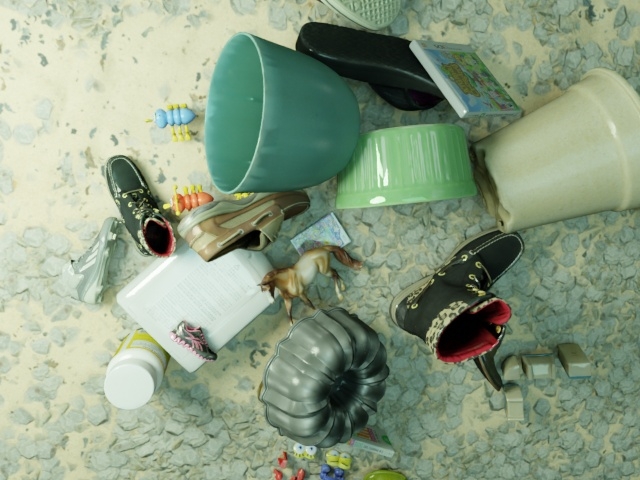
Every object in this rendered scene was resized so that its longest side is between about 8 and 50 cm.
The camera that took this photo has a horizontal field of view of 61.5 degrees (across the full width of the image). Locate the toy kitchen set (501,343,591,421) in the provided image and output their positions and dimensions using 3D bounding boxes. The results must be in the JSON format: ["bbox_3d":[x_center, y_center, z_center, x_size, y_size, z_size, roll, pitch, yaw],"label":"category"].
[{"bbox_3d":[0.586,0.375,1.413,0.207,0.122,0.166,-5,102,13],"label":"toy kitchen set"}]

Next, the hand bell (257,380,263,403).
[{"bbox_3d":[-0.037,0.425,1.335,0.126,0.126,0.242,-36,116,-1],"label":"hand bell"}]

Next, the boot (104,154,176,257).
[{"bbox_3d":[-0.375,-0.071,1.133,0.085,0.178,0.236,-23,105,-25],"label":"boot"}]

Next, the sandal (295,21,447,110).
[{"bbox_3d":[0.155,-0.369,1.191,0.445,0.168,0.107,10,141,-15],"label":"sandal"}]

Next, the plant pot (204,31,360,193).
[{"bbox_3d":[-0.067,-0.229,1.049,0.235,0.293,0.293,1,101,-32],"label":"plant pot"}]

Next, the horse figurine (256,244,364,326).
[{"bbox_3d":[-0.020,0.091,1.243,0.263,0.066,0.174,-39,113,-28],"label":"horse figurine"}]

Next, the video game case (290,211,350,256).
[{"bbox_3d":[0.000,0.000,1.293,0.122,0.011,0.087,-34,103,-1],"label":"video game case"}]

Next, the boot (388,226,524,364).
[{"bbox_3d":[0.351,0.119,1.225,0.377,0.284,0.138,-32,103,-1],"label":"boot"}]

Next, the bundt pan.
[{"bbox_3d":[0.032,0.325,1.223,0.330,0.124,0.331,-14,112,-37],"label":"bundt pan"}]

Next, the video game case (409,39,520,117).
[{"bbox_3d":[0.314,-0.350,1.161,0.193,0.023,0.212,-11,63,-37],"label":"video game case"}]

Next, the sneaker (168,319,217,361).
[{"bbox_3d":[-0.267,0.217,1.169,0.119,0.047,0.057,38,81,-14],"label":"sneaker"}]

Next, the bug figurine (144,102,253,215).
[{"bbox_3d":[-0.247,-0.183,1.154,0.216,0.072,0.279,-13,83,-13],"label":"bug figurine"}]

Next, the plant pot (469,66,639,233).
[{"bbox_3d":[0.517,-0.167,1.205,0.305,0.334,0.334,-21,103,8],"label":"plant pot"}]

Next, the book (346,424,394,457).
[{"bbox_3d":[0.106,0.496,1.356,0.144,0.096,0.035,21,96,-12],"label":"book"}]

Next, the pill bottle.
[{"bbox_3d":[-0.400,0.278,1.184,0.119,0.208,0.119,-1,101,-8],"label":"pill bottle"}]

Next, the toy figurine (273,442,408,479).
[{"bbox_3d":[0.060,0.665,1.319,0.362,0.217,0.191,20,97,-11],"label":"toy figurine"}]

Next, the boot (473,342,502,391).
[{"bbox_3d":[0.437,0.277,1.372,0.106,0.082,0.219,-31,101,1],"label":"boot"}]

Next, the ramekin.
[{"bbox_3d":[0.175,-0.154,1.150,0.303,0.303,0.148,-6,94,-7],"label":"ramekin"}]

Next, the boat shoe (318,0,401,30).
[{"bbox_3d":[-0.039,-0.615,1.108,0.500,0.156,0.187,27,90,-24],"label":"boat shoe"}]

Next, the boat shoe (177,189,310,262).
[{"bbox_3d":[-0.144,-0.030,1.150,0.324,0.123,0.116,-21,74,-39],"label":"boat shoe"}]

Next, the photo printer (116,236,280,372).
[{"bbox_3d":[-0.261,0.112,1.226,0.307,0.107,0.256,-42,103,0],"label":"photo printer"}]

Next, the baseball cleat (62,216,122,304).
[{"bbox_3d":[-0.514,0.039,1.196,0.109,0.072,0.206,14,93,-1],"label":"baseball cleat"}]
